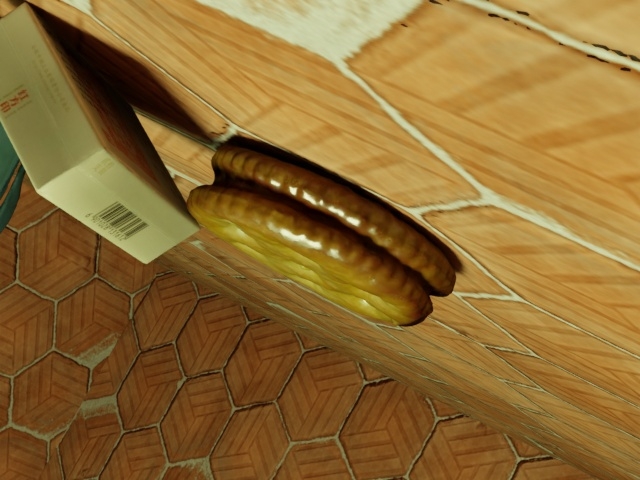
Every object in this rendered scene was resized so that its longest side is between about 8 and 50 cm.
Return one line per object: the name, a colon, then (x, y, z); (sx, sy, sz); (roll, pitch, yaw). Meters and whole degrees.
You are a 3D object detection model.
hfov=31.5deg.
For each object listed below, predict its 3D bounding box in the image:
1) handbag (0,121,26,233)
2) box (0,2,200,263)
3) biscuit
handbag: (-0.367, -0.089, 0.971); (0.222, 0.241, 0.263); (29, 177, -31)
box: (-0.174, -0.073, 0.860); (0.141, 0.058, 0.201); (59, -176, 21)
biscuit: (0.000, 0.000, 0.888); (0.220, 0.066, 0.220); (28, 173, 4)
